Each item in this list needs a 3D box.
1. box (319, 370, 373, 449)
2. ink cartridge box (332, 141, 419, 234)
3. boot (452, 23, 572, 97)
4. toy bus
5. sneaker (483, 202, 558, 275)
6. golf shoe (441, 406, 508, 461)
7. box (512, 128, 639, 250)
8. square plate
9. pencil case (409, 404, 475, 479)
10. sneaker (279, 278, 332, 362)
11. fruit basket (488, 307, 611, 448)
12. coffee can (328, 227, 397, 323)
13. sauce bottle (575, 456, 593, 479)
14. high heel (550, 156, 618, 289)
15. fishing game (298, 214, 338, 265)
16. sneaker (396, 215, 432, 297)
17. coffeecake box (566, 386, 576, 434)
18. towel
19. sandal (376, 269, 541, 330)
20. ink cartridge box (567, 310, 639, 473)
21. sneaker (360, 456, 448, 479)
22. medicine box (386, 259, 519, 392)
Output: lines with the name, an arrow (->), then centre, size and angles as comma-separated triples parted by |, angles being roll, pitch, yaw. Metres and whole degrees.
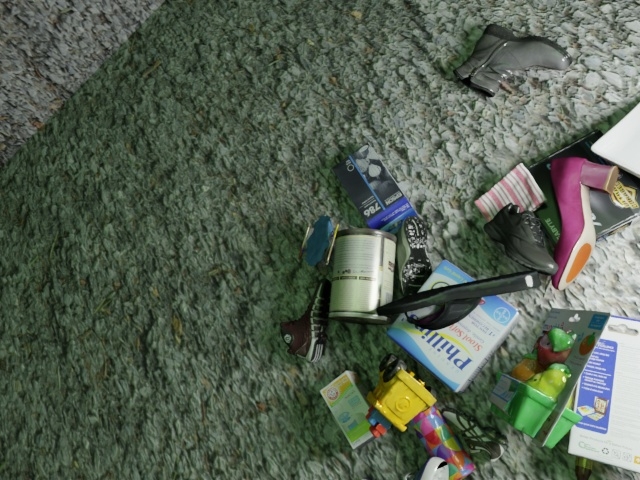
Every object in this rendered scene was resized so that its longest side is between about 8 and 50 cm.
box -> 0.105, 0.520, 1.584 | 0.114, 0.103, 0.203 | -37, 64, 8
ink cartridge box -> 0.187, -0.170, 1.785 | 0.165, 0.065, 0.333 | -35, 65, 9
boot -> 0.631, -0.566, 1.706 | 0.338, 0.118, 0.223 | 36, 93, 38
toy bus -> 0.204, 0.457, 1.479 | 0.149, 0.220, 0.211 | 41, 87, -3
sneaker -> 0.577, -0.011, 1.452 | 0.130, 0.109, 0.286 | -58, 33, 22
golf shoe -> 0.426, 0.549, 1.458 | 0.198, 0.077, 0.094 | 25, 85, 28
box -> 0.772, -0.138, 1.528 | 0.293, 0.073, 0.296 | -28, 65, 12
square plate -> 0.983, -0.240, 1.417 | 0.347, 0.049, 0.344 | -37, 61, -22
pencil case -> 0.340, 0.581, 1.473 | 0.104, 0.104, 0.236 | -35, 63, 10
sneaker -> -0.060, 0.259, 1.735 | 0.162, 0.106, 0.282 | 6, 77, 27
fruit basket -> 0.579, 0.329, 1.329 | 0.165, 0.327, 0.353 | 23, 86, 3
coffee can -> 0.135, 0.119, 1.639 | 0.201, 0.201, 0.276 | 0, 74, 22
sauce bottle -> 0.694, 0.594, 1.352 | 0.042, 0.042, 0.128 | 9, 80, 25
high heel -> 0.687, -0.053, 1.458 | 0.181, 0.127, 0.378 | 21, 85, 46
fishing game -> 0.000, 0.000, 1.752 | 0.264, 0.041, 0.189 | -4, 69, 66
sneaker -> 0.293, 0.062, 1.651 | 0.100, 0.108, 0.272 | 7, 71, -12
coffeecake box -> 0.731, 0.454, 1.363 | 0.185, 0.068, 0.143 | 3, 74, 23
towel -> 0.579, -0.121, 1.576 | 0.197, 0.029, 0.144 | -47, 58, 38
sandal -> 0.368, 0.176, 1.389 | 0.445, 0.167, 0.107 | -14, 86, 18
ink cartridge box -> 0.749, 0.379, 1.307 | 0.175, 0.069, 0.371 | 9, 77, 26
sneaker -> 0.204, 0.709, 1.439 | 0.236, 0.130, 0.323 | 22, 99, 43
medicine box -> 0.393, 0.255, 1.521 | 0.263, 0.149, 0.289 | 38, 90, 27
